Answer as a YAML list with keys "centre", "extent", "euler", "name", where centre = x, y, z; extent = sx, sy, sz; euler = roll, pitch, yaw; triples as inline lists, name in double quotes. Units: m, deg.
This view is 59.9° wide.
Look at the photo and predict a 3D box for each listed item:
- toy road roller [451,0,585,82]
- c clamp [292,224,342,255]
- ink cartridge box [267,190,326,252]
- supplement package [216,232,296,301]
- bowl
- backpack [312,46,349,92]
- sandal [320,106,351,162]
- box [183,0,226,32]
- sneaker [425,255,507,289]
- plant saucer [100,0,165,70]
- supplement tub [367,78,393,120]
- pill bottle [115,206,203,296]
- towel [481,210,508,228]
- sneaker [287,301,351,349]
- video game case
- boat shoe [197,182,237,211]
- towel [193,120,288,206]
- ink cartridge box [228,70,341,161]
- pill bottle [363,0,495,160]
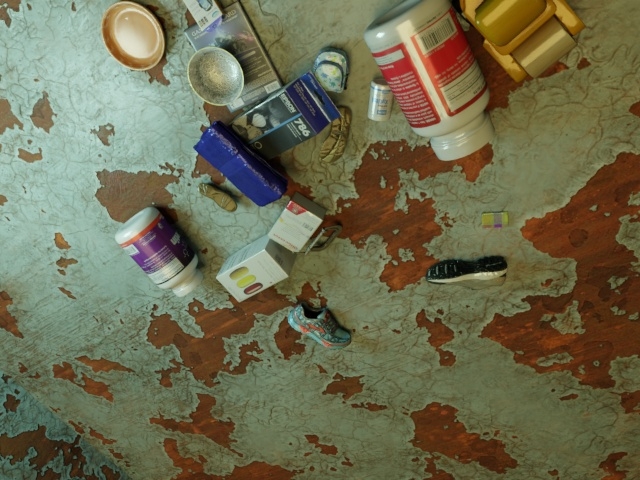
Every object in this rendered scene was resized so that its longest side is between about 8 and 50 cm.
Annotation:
- centre: [0.481, -0.536, 1.354]
  extent: [0.329, 0.240, 0.202]
  euler: [41, 123, -15]
  name: "toy road roller"
- centre: [0.000, 0.000, 1.906]
  extent: [0.137, 0.022, 0.160]
  euler: [6, 134, -48]
  name: "c clamp"
- centre: [-0.082, -0.060, 1.900]
  extent: [0.127, 0.072, 0.175]
  euler: [32, 124, -10]
  name: "ink cartridge box"
- centre: [-0.230, 0.094, 2.000]
  extent: [0.244, 0.134, 0.139]
  euler: [-29, 112, 28]
  name: "supplement package"
- centre: [-0.294, -0.490, 1.627]
  extent: [0.170, 0.080, 0.170]
  euler: [6, 123, 9]
  name: "bowl"
- centre: [0.029, -0.485, 1.585]
  extent: [0.105, 0.084, 0.114]
  euler: [12, 123, 3]
  name: "backpack"
- centre: [0.050, -0.324, 1.715]
  extent: [0.072, 0.049, 0.180]
  euler: [15, 111, -4]
  name: "sandal"
- centre: [-0.328, -0.659, 1.564]
  extent: [0.081, 0.028, 0.136]
  euler: [-28, 102, 25]
  name: "box"
- centre: [0.493, 0.127, 1.885]
  extent: [0.272, 0.100, 0.108]
  euler: [-4, 128, 15]
  name: "sneaker"
- centre: [-0.555, -0.612, 1.660]
  extent: [0.200, 0.037, 0.199]
  euler: [6, 124, 9]
  name: "plant saucer"
- centre: [0.176, -0.408, 1.612]
  extent: [0.071, 0.071, 0.107]
  euler: [9, 124, 7]
  name: "supplement tub"
- centre: [-0.573, 0.048, 2.018]
  extent: [0.182, 0.181, 0.323]
  euler: [-25, 115, 26]
  name: "pill bottle"
- centre: [0.561, -0.066, 1.792]
  extent: [0.083, 0.009, 0.060]
  euler: [-5, 121, 15]
  name: "towel"
- centre: [0.009, 0.322, 2.119]
  extent: [0.262, 0.104, 0.125]
  euler: [25, 123, -5]
  name: "sneaker"
- centre: [-0.254, -0.537, 1.650]
  extent: [0.196, 0.026, 0.274]
  euler: [-18, 117, 23]
  name: "video game case"
- centre: [-0.349, -0.154, 1.913]
  extent: [0.152, 0.049, 0.056]
  euler: [35, 105, -6]
  name: "boat shoe"
- centre: [-0.252, -0.242, 1.779]
  extent: [0.308, 0.076, 0.228]
  euler: [43, 159, -16]
  name: "towel"
- centre: [-0.112, -0.360, 1.665]
  extent: [0.333, 0.065, 0.165]
  euler: [-21, 117, 40]
  name: "ink cartridge box"
- centre: [0.304, -0.427, 1.475]
  extent: [0.229, 0.229, 0.407]
  euler: [-22, 116, 25]
  name: "pill bottle"
